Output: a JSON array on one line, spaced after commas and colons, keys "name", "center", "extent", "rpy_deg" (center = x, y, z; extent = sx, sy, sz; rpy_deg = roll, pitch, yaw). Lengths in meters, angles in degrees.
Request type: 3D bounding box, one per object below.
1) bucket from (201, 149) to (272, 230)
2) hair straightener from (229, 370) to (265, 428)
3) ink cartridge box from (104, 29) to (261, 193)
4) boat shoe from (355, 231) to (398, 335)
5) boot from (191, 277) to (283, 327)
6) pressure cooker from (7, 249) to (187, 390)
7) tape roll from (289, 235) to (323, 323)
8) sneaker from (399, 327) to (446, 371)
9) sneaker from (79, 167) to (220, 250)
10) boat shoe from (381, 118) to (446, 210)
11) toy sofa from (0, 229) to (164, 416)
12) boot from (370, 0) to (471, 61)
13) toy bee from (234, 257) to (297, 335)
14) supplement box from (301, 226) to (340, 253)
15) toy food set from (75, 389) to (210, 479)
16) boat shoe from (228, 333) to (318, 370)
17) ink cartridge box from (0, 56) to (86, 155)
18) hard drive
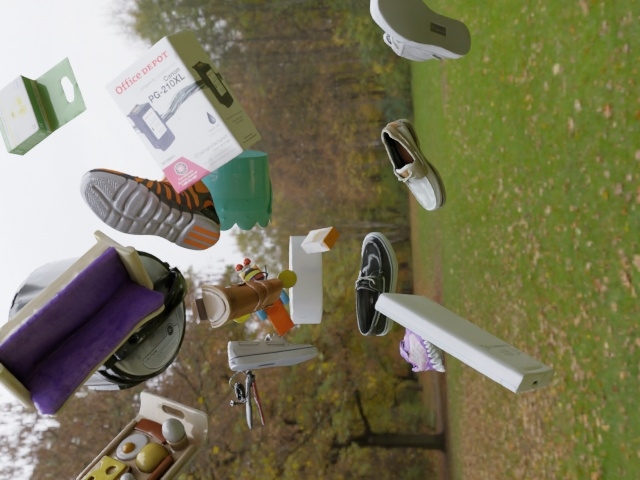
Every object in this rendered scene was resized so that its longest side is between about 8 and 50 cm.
[{"name": "bucket", "center": [-0.256, -0.140, 1.696], "extent": [0.281, 0.281, 0.183], "rpy_deg": [-62, -23, -76]}, {"name": "hair straightener", "center": [-0.218, 0.463, 1.907], "extent": [0.047, 0.089, 0.231], "rpy_deg": [-124, 23, -50]}, {"name": "ink cartridge box", "center": [-0.251, -0.235, 1.205], "extent": [0.237, 0.171, 0.100], "rpy_deg": [56, -153, -11]}, {"name": "boat shoe", "center": [0.172, 0.142, 2.090], "extent": [0.119, 0.121, 0.336], "rpy_deg": [-6, -89, -51]}, {"name": "boot", "center": [-0.131, 0.097, 1.137], "extent": [0.197, 0.152, 0.073], "rpy_deg": [-18, 86, 66]}, {"name": "pressure cooker", "center": [-0.572, 0.211, 1.766], "extent": [0.375, 0.420, 0.370], "rpy_deg": [29, -123, -54]}, {"name": "tape roll", "center": [-0.049, 0.126, 2.130], "extent": [0.286, 0.100, 0.287], "rpy_deg": [180, 90, -86]}, {"name": "sneaker", "center": [0.253, 0.270, 1.747], "extent": [0.095, 0.104, 0.236], "rpy_deg": [-81, -31, -53]}, {"name": "sneaker", "center": [-0.368, -0.099, 1.433], "extent": [0.321, 0.124, 0.180], "rpy_deg": [28, -150, -35]}, {"name": "boat shoe", "center": [0.275, -0.219, 2.007], "extent": [0.103, 0.113, 0.302], "rpy_deg": [-29, -90, -43]}, {"name": "toy sofa", "center": [-0.507, 0.167, 1.356], "extent": [0.362, 0.177, 0.150], "rpy_deg": [-48, -29, -27]}, {"name": "boot", "center": [0.158, -0.389, 1.230], "extent": [0.258, 0.123, 0.095], "rpy_deg": [11, -96, -40]}, {"name": "toy bee", "center": [-0.153, 0.122, 1.763], "extent": [0.162, 0.195, 0.298], "rpy_deg": [48, 146, 36]}, {"name": "supplement box", "center": [0.000, 0.000, 1.813], "extent": [0.036, 0.098, 0.062], "rpy_deg": [50, -124, -23]}, {"name": "toy food set", "center": [-0.418, 0.473, 1.454], "extent": [0.306, 0.219, 0.093], "rpy_deg": [-46, -44, -43]}, {"name": "boat shoe", "center": [-0.135, 0.311, 1.873], "extent": [0.096, 0.267, 0.088], "rpy_deg": [125, 136, -59]}, {"name": "ink cartridge box", "center": [-0.720, -0.346, 1.669], "extent": [0.056, 0.235, 0.171], "rpy_deg": [10, -127, -66]}, {"name": "hard drive", "center": [0.318, 0.218, 1.450], "extent": [0.233, 0.353, 0.047], "rpy_deg": [11, -74, -55]}]
